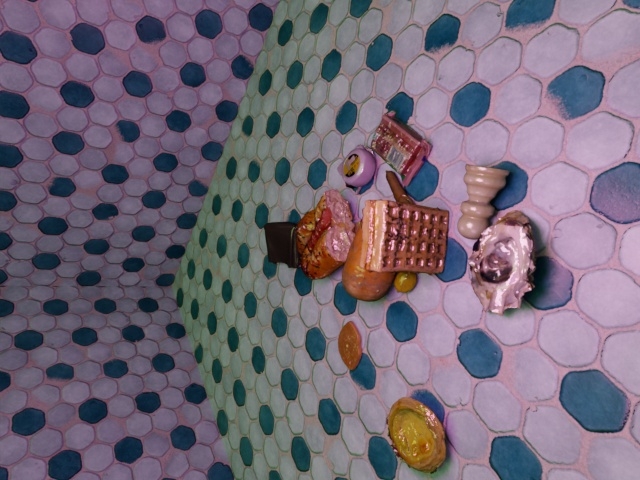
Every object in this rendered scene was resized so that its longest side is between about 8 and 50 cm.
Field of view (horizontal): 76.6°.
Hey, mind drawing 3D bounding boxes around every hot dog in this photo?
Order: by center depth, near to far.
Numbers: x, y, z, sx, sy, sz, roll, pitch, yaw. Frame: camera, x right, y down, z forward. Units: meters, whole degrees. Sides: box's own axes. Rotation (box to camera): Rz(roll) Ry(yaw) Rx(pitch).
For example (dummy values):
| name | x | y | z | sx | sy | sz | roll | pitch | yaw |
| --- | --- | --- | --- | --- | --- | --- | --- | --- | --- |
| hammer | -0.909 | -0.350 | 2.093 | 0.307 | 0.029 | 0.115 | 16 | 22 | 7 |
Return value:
| name | x | y | z | sx | sy | sz | roll | pitch | yaw |
| --- | --- | --- | --- | --- | --- | --- | --- | --- | --- |
| hot dog | 0.000 | 0.000 | 1.957 | 0.365 | 0.196 | 0.366 | 131 | 136 | -53 |

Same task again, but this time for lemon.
| name | x | y | z | sx | sy | sz | roll | pitch | yaw |
| --- | --- | --- | --- | --- | --- | --- | --- | --- | --- |
| lemon | 0.340 | 0.166 | 1.631 | 0.082 | 0.082 | 0.110 | 53 | 127 | 40 |

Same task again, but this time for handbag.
| name | x | y | z | sx | sy | sz | roll | pitch | yaw |
| --- | --- | --- | --- | --- | --- | --- | --- | --- | --- |
| handbag | -0.203 | 0.023 | 2.290 | 0.286 | 0.114 | 0.256 | 8 | 97 | 44 |

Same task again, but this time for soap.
| name | x | y | z | sx | sy | sz | roll | pitch | yaw |
| --- | --- | --- | --- | --- | --- | --- | --- | --- | --- |
| soap | 0.325 | -0.392 | 1.702 | 0.217 | 0.098 | 0.273 | -60 | 45 | 27 |

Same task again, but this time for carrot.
| name | x | y | z | sx | sy | sz | roll | pitch | yaw |
| --- | --- | --- | --- | --- | --- | --- | --- | --- | --- |
| carrot | 0.215 | 0.077 | 1.670 | 0.224 | 0.225 | 0.340 | 34 | 119 | 48 |
| carrot | 0.339 | -0.174 | 1.687 | 0.070 | 0.070 | 0.341 | -45 | 52 | 38 |

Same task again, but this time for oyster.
| name | x | y | z | sx | sy | sz | roll | pitch | yaw |
| --- | --- | --- | --- | --- | --- | --- | --- | --- | --- |
| oyster | 0.599 | 0.071 | 1.307 | 0.238 | 0.115 | 0.350 | 9 | 87 | 60 |

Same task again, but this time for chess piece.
| name | x | y | z | sx | sy | sz | roll | pitch | yaw |
| --- | --- | --- | --- | --- | --- | --- | --- | --- | --- |
| chess piece | 0.542 | -0.126 | 1.390 | 0.145 | 0.145 | 0.250 | 25 | 112 | 49 |

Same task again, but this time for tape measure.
| name | x | y | z | sx | sy | sz | roll | pitch | yaw |
| --- | --- | --- | --- | --- | --- | --- | --- | --- | --- |
| tape measure | 0.177 | -0.331 | 1.881 | 0.196 | 0.105 | 0.178 | -43 | 47 | 38 |

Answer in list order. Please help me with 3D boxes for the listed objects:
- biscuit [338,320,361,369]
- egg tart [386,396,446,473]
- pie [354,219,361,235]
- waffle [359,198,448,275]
| name | x | y | z | sx | sy | sz | roll | pitch | yaw |
| --- | --- | --- | --- | --- | --- | --- | --- | --- | --- |
| biscuit | 0.136 | 0.486 | 1.879 | 0.142 | 0.029 | 0.220 | -17 | 73 | 47 |
| egg tart | 0.367 | 0.724 | 1.523 | 0.279 | 0.095 | 0.278 | 1 | 91 | 54 |
| pie | 0.208 | -0.011 | 1.836 | 0.218 | 0.052 | 0.184 | -33 | 64 | 47 |
| waffle | 0.306 | -0.003 | 1.460 | 0.114 | 0.377 | 0.260 | 8 | 93 | 50 |
